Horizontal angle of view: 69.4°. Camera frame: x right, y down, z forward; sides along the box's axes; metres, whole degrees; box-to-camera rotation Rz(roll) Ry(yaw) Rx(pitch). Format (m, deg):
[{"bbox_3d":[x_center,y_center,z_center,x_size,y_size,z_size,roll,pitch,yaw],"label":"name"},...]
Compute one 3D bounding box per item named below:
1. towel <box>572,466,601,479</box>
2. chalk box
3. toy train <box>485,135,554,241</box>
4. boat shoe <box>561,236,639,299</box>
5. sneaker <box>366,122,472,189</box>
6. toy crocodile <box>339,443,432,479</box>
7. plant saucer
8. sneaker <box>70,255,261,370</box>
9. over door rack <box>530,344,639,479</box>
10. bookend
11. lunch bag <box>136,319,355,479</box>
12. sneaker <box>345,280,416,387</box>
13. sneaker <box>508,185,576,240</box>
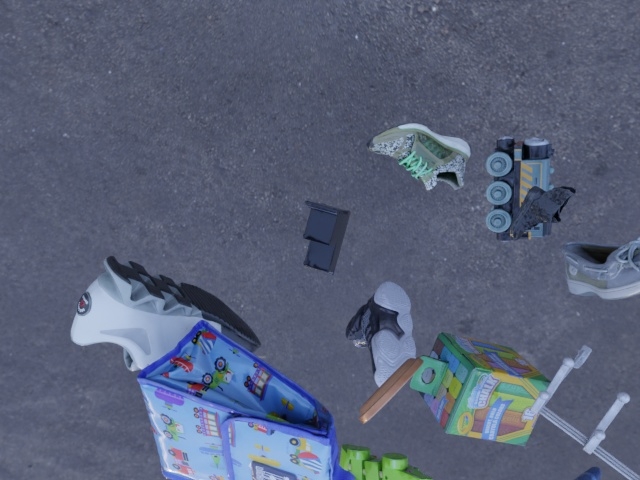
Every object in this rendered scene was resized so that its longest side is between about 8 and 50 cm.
[{"bbox_3d":[0.505,0.479,0.901,0.119,0.029,0.067,3,128,-41],"label":"towel"},{"bbox_3d":[0.364,0.352,1.125,0.289,0.179,0.180,14,103,-16],"label":"chalk box"},{"bbox_3d":[0.617,-0.156,1.430,0.190,0.142,0.334,3,107,27],"label":"toy train"},{"bbox_3d":[0.525,0.039,0.816,0.118,0.320,0.103,-20,84,4],"label":"boat shoe"},{"bbox_3d":[0.345,-0.266,1.547,0.410,0.182,0.158,6,160,-23],"label":"sneaker"},{"bbox_3d":[0.164,0.617,1.230,0.105,0.115,0.340,9,165,-37],"label":"toy crocodile"},{"bbox_3d":[0.067,0.142,0.447,0.013,0.083,0.083,44,122,16],"label":"plant saucer"},{"bbox_3d":[-0.243,0.149,0.757,0.330,0.122,0.146,35,92,-44],"label":"sneaker"},{"bbox_3d":[0.608,0.335,0.950,0.324,0.239,0.108,-13,130,-45],"label":"over door rack"},{"bbox_3d":[0.000,0.000,1.009,0.072,0.156,0.157,16,97,12],"label":"bookend"},{"bbox_3d":[-0.086,0.278,0.652,0.293,0.138,0.221,16,124,23],"label":"lunch bag"},{"bbox_3d":[0.129,0.230,1.037,0.101,0.268,0.153,28,132,-16],"label":"sneaker"},{"bbox_3d":[0.499,-0.056,1.048,0.051,0.089,0.170,-18,133,-39],"label":"sneaker"}]
